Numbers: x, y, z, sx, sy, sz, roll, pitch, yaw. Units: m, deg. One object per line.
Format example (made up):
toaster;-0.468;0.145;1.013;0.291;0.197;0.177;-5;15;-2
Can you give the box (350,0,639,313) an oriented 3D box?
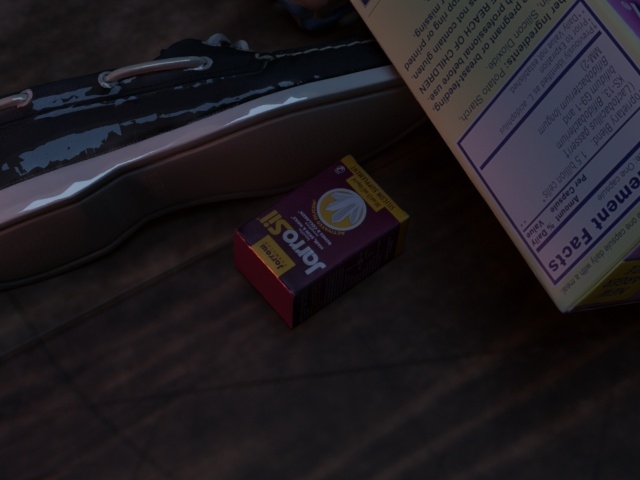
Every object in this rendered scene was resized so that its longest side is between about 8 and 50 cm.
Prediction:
box;0.163;-0.098;0.702;0.214;0.117;0.243;-4;54;-43

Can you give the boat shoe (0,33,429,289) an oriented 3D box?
boat shoe;-0.076;-0.068;0.729;0.303;0.114;0.091;-18;67;-14

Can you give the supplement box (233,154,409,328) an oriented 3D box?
supplement box;0.000;0.000;0.732;0.083;0.043;0.055;-35;68;-20

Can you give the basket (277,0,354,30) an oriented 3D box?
basket;0.039;-0.282;0.758;0.255;0.289;0.201;-28;59;-15
